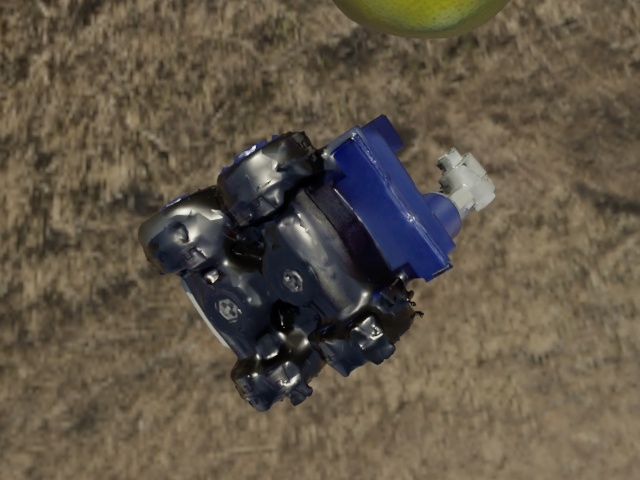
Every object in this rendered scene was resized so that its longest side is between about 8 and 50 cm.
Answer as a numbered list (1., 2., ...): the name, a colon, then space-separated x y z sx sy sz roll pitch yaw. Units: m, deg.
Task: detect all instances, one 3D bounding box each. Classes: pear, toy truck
1. pear: 0.092 -0.256 1.063 0.198 0.198 0.198 -4 143 -3
2. toy truck: 0.000 0.000 0.875 0.213 0.177 0.161 -29 96 45
